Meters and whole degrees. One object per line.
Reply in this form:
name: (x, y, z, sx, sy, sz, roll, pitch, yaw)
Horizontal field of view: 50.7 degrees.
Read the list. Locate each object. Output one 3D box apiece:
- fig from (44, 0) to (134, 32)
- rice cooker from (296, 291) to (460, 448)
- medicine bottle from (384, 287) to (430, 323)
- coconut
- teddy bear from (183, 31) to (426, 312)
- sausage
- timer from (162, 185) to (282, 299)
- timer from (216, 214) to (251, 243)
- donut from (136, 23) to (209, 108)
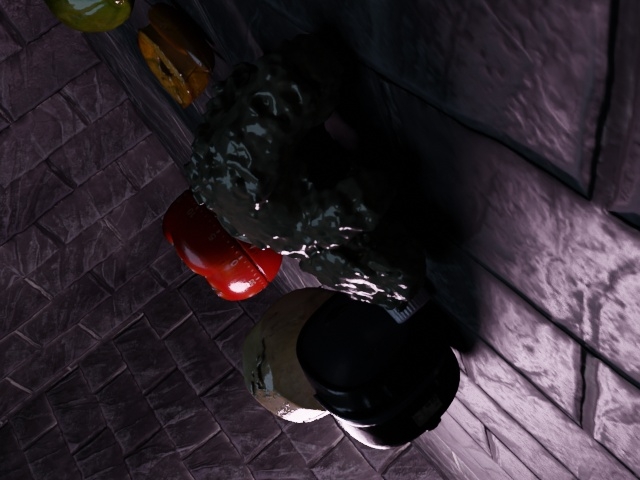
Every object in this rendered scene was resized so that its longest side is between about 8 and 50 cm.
fig: (-0.438, -0.496, 1.319, 0.233, 0.167, 0.167, -5, 132, 34)
rice cooker: (0.105, 0.220, 1.175, 0.267, 0.267, 0.224, 40, 166, 50)
medicine bottle: (0.083, 0.034, 1.060, 0.203, 0.083, 0.083, 48, 170, 8)
coconut: (-0.035, 0.296, 1.754, 0.352, 0.352, 0.352, 49, 170, 11)
teddy bear: (0.004, -0.059, 0.861, 0.367, 0.224, 0.357, 38, 173, -18)
sausage: (-0.240, -0.357, 1.174, 0.183, 0.054, 0.062, 45, -159, 21)
timer: (-0.284, -0.006, 2.039, 0.378, 0.279, 0.378, 47, 171, 9)
timer: (-0.097, -0.139, 1.158, 0.175, 0.175, 0.266, 46, 151, 27)
donut: (-0.287, -0.358, 1.338, 0.174, 0.074, 0.190, 51, 167, 8)
